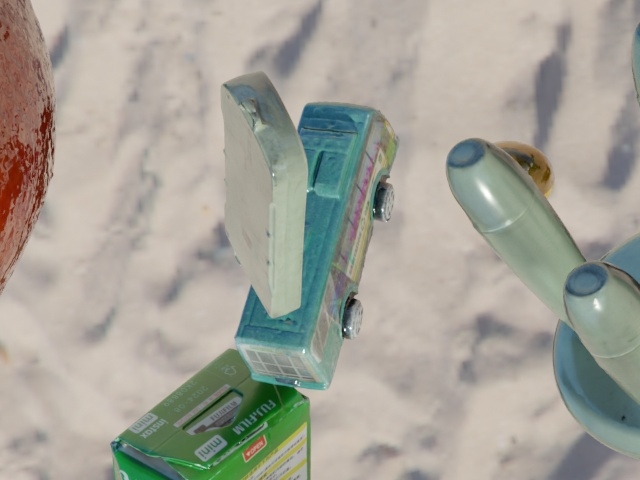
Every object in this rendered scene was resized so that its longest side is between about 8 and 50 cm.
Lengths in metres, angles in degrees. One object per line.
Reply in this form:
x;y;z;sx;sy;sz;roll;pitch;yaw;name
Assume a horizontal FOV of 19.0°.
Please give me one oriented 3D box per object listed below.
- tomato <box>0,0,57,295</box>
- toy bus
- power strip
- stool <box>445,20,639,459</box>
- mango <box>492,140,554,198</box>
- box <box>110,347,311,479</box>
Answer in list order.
-0.217;-0.089;0.782;0.144;0.338;0.338;-36;68;18;tomato
0.000;0.000;1.676;0.091;0.109;0.261;6;65;18;toy bus
-0.035;-0.024;1.219;0.227;0.029;0.080;94;151;-60;power strip
0.213;0.007;1.154;0.195;0.195;0.198;52;174;46;stool
0.140;-0.049;1.357;0.089;0.060;0.046;136;153;-77;mango
-0.098;0.241;1.743;0.103;0.180;0.250;30;138;28;box
